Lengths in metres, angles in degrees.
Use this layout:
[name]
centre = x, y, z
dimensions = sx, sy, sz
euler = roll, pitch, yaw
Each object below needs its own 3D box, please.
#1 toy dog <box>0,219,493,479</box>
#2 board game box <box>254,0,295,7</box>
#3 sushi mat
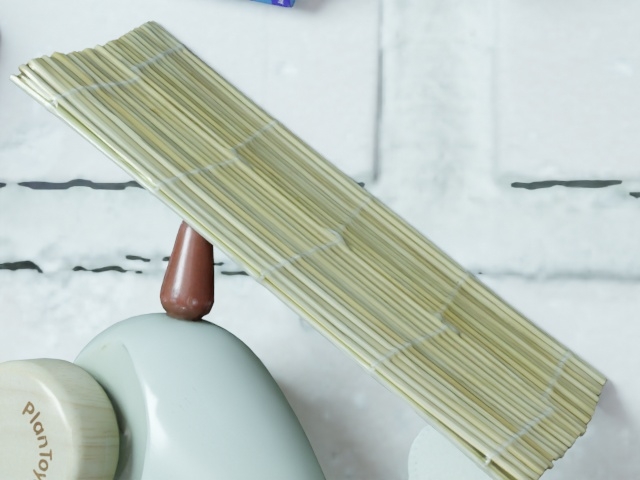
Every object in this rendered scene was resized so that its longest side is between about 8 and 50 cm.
[toy dog]
centre = -0.004, 0.107, 0.879
dimensions = 0.334, 0.220, 0.161
euler = 24, 108, 11
[board game box]
centre = -0.115, -0.195, 0.950
dimensions = 0.210, 0.160, 0.047
euler = 12, 65, 12
[sushi mat]
centre = 0.000, 0.000, 0.932
dimensions = 0.316, 0.151, 0.019
euler = 39, 113, 10
